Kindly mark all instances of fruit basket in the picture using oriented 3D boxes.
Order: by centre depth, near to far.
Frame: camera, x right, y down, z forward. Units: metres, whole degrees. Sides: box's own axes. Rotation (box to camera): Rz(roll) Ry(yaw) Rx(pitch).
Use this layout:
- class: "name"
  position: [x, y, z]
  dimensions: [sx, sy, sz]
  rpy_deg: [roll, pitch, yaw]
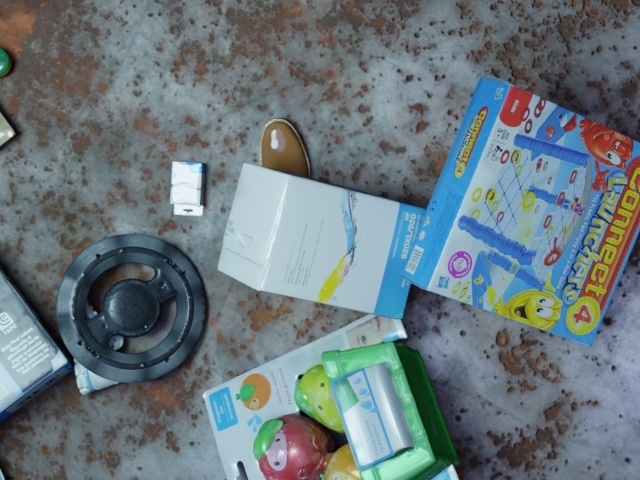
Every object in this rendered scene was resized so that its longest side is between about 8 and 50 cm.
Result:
- class: "fruit basket"
  position: [0.007, 0.305, 1.869]
  dimensions: [0.353, 0.165, 0.327]
  rpy_deg: [-24, 69, 14]

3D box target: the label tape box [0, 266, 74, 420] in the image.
- class: "label tape box"
  position: [-0.575, 0.132, 1.941]
  dimensions: [0.240, 0.106, 0.334]
  rpy_deg: [-37, 85, -9]

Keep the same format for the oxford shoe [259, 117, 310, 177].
- class: "oxford shoe"
  position: [-0.054, -0.082, 1.927]
  dimensions: [0.076, 0.076, 0.212]
  rpy_deg: [-7, 90, 8]

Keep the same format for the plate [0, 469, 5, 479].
- class: "plate"
  position: [-0.584, 0.384, 2.013]
  dimensions: [0.188, 0.024, 0.188]
  rpy_deg: [3, 113, 7]

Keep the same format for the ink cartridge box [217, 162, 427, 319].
- class: "ink cartridge box"
  position: [0.000, 0.000, 1.827]
  dimensions: [0.232, 0.171, 0.168]
  rpy_deg: [13, 93, -27]

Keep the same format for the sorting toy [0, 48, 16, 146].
- class: "sorting toy"
  position: [-0.570, -0.174, 1.990]
  dimensions: [0.274, 0.046, 0.132]
  rpy_deg: [-37, 88, 2]

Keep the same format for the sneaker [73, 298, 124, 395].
- class: "sneaker"
  position: [-0.351, 0.141, 1.982]
  dimensions: [0.083, 0.071, 0.191]
  rpy_deg: [-10, 94, -7]

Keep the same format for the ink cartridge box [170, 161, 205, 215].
- class: "ink cartridge box"
  position: [-0.206, -0.080, 1.966]
  dimensions: [0.048, 0.028, 0.083]
  rpy_deg: [3, 93, 7]

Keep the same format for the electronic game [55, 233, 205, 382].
- class: "electronic game"
  position: [-0.290, 0.104, 1.949]
  dimensions: [0.229, 0.048, 0.229]
  rpy_deg: [1, 87, -15]

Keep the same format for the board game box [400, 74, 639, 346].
- class: "board game box"
  position: [0.309, -0.037, 1.810]
  dimensions: [0.302, 0.086, 0.308]
  rpy_deg: [19, 96, -27]
